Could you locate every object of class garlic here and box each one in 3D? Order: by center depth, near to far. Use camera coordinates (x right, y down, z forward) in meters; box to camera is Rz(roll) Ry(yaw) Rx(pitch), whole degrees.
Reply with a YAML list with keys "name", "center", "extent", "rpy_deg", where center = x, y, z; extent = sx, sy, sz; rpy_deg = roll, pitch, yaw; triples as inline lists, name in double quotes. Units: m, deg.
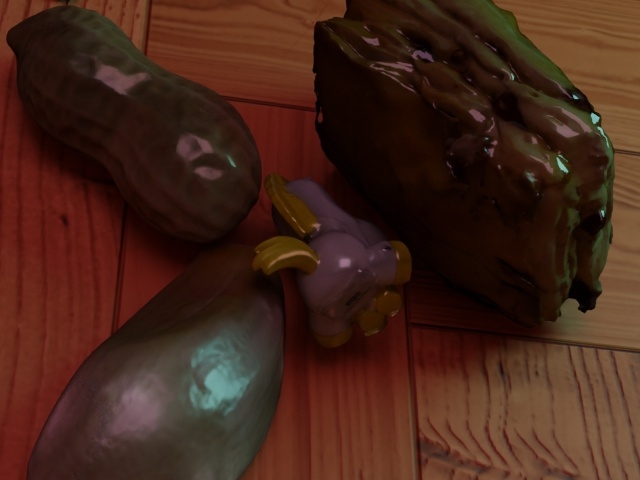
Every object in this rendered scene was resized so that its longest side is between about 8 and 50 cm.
- name: "garlic"
  center: [-0.104, 0.108, 1.099]
  extent: [0.143, 0.112, 0.318]
  rpy_deg: [23, 37, 10]

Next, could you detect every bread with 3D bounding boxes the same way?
- name: "bread"
  center: [0.109, -0.082, 1.223]
  extent: [0.167, 0.277, 0.324]
  rpy_deg: [-31, 60, -7]

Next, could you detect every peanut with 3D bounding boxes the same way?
- name: "peanut"
  center: [-0.163, -0.110, 1.250]
  extent: [0.298, 0.120, 0.136]
  rpy_deg: [39, 19, 21]

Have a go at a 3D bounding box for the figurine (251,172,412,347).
- name: "figurine"
  center: [0.006, 0.003, 1.191]
  extent: [0.129, 0.109, 0.178]
  rpy_deg: [32, 23, -18]
